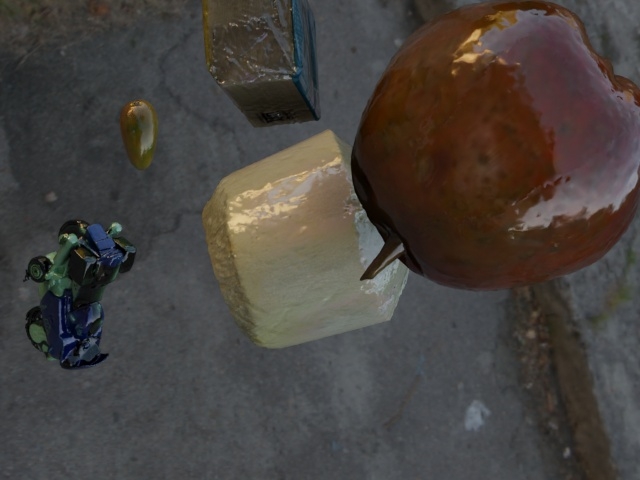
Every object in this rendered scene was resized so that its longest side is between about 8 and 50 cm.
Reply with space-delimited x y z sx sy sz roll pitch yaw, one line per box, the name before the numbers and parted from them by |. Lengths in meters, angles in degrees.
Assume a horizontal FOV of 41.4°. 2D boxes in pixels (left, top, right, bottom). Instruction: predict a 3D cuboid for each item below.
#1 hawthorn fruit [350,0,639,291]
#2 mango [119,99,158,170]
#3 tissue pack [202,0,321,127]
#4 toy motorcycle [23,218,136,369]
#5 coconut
hawthorn fruit | 0.141 -0.069 0.788 0.298 0.277 0.277 -41 114 1
mango | -0.428 -0.251 2.004 0.089 0.111 0.163 -4 88 -1
tissue pack | -0.049 -0.177 0.765 0.169 0.082 0.120 32 53 -82
toy motorcycle | -0.453 0.115 1.571 0.196 0.331 0.125 41 31 18
coconut | 0.000 0.000 1.016 0.239 0.244 0.239 -21 90 -85
